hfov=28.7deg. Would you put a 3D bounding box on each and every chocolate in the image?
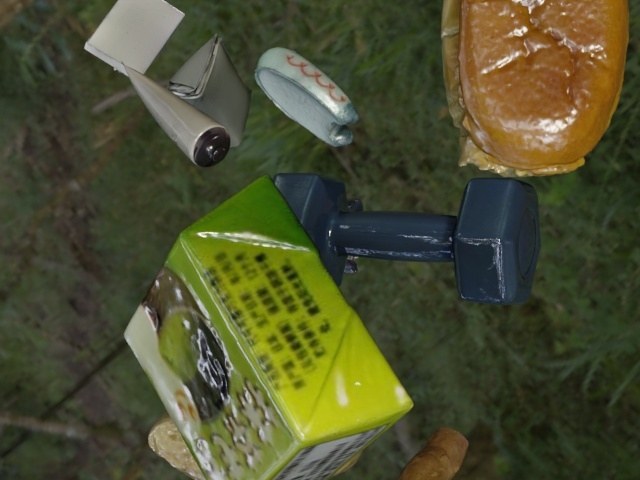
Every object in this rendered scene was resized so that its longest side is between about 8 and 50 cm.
[{"bbox_3d":[-0.074,0.130,1.356,0.289,0.137,0.301,58,148,14],"label":"chocolate"}]

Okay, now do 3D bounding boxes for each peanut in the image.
[{"bbox_3d":[-0.087,0.287,1.816,0.153,0.325,0.140,120,146,-53],"label":"peanut"}]

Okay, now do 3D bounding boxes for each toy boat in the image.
[{"bbox_3d":[-0.016,-0.250,2.100,0.207,0.079,0.134,38,161,12],"label":"toy boat"}]

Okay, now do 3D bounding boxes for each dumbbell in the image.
[{"bbox_3d":[0.089,-0.004,1.444,0.316,0.143,0.156,3,119,24],"label":"dumbbell"}]

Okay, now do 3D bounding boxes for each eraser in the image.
[{"bbox_3d":[-0.297,-0.335,2.002,0.104,0.150,0.023,32,150,-5],"label":"eraser"}]

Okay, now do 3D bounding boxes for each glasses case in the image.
[{"bbox_3d":[-0.191,-0.259,2.176,0.083,0.128,0.308,23,171,12],"label":"glasses case"}]

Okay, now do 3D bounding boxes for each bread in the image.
[{"bbox_3d":[0.286,-0.278,1.665,0.183,0.236,0.388,168,100,-80],"label":"bread"}]

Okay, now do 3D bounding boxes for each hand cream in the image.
[{"bbox_3d":[-0.169,-0.144,1.471,0.186,0.054,0.087,40,169,38],"label":"hand cream"}]

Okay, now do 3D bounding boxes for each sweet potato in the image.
[{"bbox_3d":[0.102,0.338,1.478,0.067,0.281,0.059,41,142,-14],"label":"sweet potato"}]

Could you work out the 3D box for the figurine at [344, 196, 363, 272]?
[{"bbox_3d":[-0.014,0.005,2.234,0.197,0.265,0.175,48,155,7],"label":"figurine"}]
